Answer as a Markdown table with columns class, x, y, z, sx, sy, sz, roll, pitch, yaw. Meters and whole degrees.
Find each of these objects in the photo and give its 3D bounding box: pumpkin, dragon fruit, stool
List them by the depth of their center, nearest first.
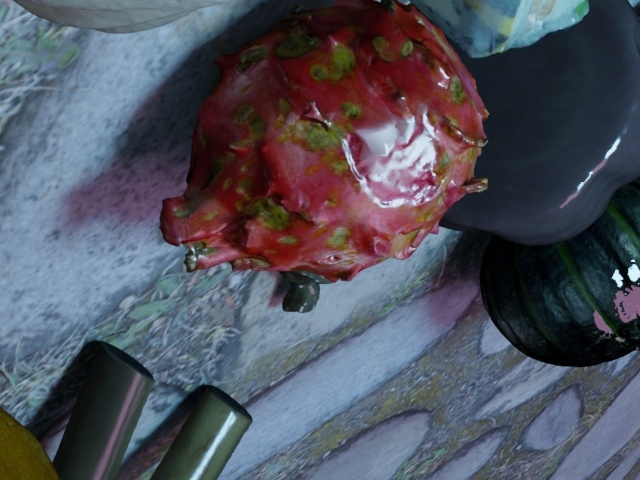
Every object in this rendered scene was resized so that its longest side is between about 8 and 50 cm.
| class | x | y | z | sx | sy | sz | roll | pitch | yaw |
| --- | --- | --- | --- | --- | --- | --- | --- | --- | --- |
| dragon fruit | -0.003 | -0.064 | 1.271 | 0.268 | 0.205 | 0.210 | -35 | -169 | -12 |
| stool | -0.119 | 0.267 | 1.503 | 0.226 | 0.310 | 0.310 | -53 | 155 | 0 |
| pumpkin | 0.290 | 0.032 | 1.801 | 0.250 | 0.216 | 0.250 | -33 | -161 | 13 |

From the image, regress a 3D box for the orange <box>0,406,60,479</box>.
| class | x | y | z | sx | sy | sz | roll | pitch | yaw |
| --- | --- | --- | --- | --- | --- | --- | --- | --- | --- |
| orange | -0.300 | 0.224 | 1.223 | 0.264 | 0.264 | 0.264 | -34 | 153 | -20 |

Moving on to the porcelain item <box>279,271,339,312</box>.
| class | x | y | z | sx | sy | sz | roll | pitch | yaw |
| --- | --- | --- | --- | --- | --- | --- | --- | --- | --- |
| porcelain item | 0.000 | 0.000 | 1.533 | 0.081 | 0.069 | 0.215 | -30 | 156 | -37 |

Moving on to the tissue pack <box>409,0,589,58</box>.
| class | x | y | z | sx | sy | sz | roll | pitch | yaw |
| --- | --- | --- | --- | --- | --- | --- | --- | --- | --- |
| tissue pack | 0.094 | -0.296 | 1.015 | 0.128 | 0.228 | 0.311 | -28 | 150 | -31 |

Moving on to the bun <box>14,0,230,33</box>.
| class | x | y | z | sx | sy | sz | roll | pitch | yaw |
| --- | --- | --- | --- | --- | --- | --- | --- | --- | --- |
| bun | -0.077 | -0.211 | 0.967 | 0.263 | 0.175 | 0.263 | -35 | 153 | -21 |

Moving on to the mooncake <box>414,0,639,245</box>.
| class | x | y | z | sx | sy | sz | roll | pitch | yaw |
| --- | --- | --- | --- | --- | --- | --- | --- | --- | --- |
| mooncake | 0.162 | -0.111 | 1.402 | 0.245 | 0.245 | 0.133 | -48 | 156 | 9 |
